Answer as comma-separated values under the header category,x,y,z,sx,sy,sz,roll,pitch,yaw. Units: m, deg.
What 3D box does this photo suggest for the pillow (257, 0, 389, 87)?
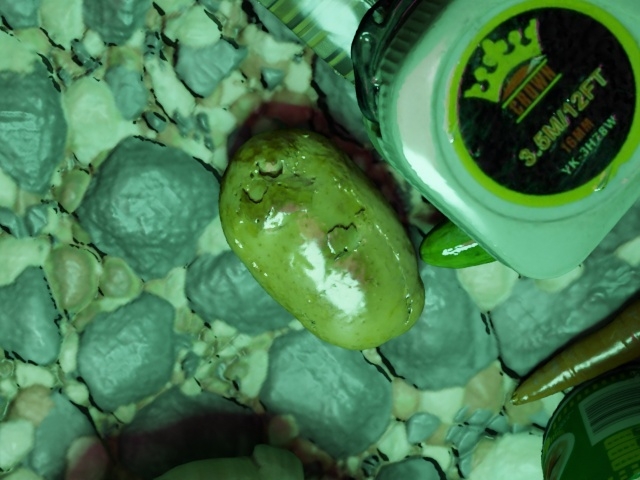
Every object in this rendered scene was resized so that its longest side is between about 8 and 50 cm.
category,x,y,z,sx,sy,sz,roll,pitch,yaw
pillow,0.062,-0.135,1.303,0.203,0.038,0.113,41,103,-16

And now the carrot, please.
category,x,y,z,sx,sy,sz,roll,pitch,yaw
carrot,0.223,0.060,1.381,0.216,0.048,0.048,-35,108,14

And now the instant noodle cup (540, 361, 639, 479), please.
category,x,y,z,sx,sy,sz,roll,pitch,yaw
instant noodle cup,0.229,0.189,1.324,0.207,0.233,0.207,-1,110,-2

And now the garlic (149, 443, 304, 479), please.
category,x,y,z,sx,sy,sz,roll,pitch,yaw
garlic,-0.083,0.306,1.368,0.322,0.241,0.322,0,91,8

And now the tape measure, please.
category,x,y,z,sx,sy,sz,roll,pitch,yaw
tape measure,0.141,-0.117,1.244,0.207,0.115,0.235,41,90,-17

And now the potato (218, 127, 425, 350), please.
category,x,y,z,sx,sy,sz,roll,pitch,yaw
potato,0.000,0.000,1.328,0.107,0.080,0.170,-27,111,20

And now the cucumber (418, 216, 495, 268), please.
category,x,y,z,sx,sy,sz,roll,pitch,yaw
cucumber,0.181,-0.042,1.334,0.250,0.056,0.056,-28,108,9
